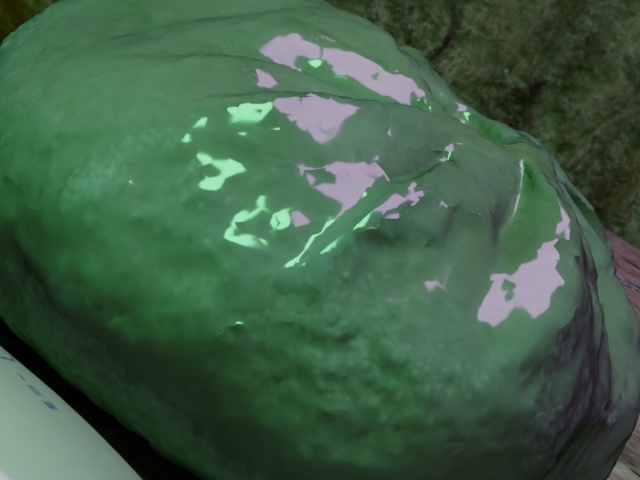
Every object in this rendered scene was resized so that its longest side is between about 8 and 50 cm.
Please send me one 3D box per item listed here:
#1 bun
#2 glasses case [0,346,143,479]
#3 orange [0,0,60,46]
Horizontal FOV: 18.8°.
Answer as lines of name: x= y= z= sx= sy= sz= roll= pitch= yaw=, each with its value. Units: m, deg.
bun: x=-0.005 y=-0.003 z=0.881 sx=0.354 sy=0.194 sz=0.354 roll=33 pitch=8 yaw=-5
glasses case: x=-0.140 y=0.046 z=0.603 sx=0.233 sy=0.059 sz=0.092 roll=35 pitch=11 yaw=23
orange: x=-0.109 y=-0.160 z=1.113 sx=0.274 sy=0.274 sz=0.310 roll=29 pitch=-32 yaw=-14
